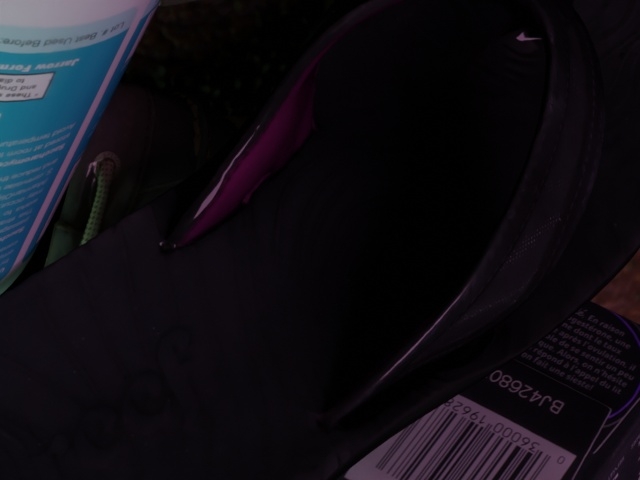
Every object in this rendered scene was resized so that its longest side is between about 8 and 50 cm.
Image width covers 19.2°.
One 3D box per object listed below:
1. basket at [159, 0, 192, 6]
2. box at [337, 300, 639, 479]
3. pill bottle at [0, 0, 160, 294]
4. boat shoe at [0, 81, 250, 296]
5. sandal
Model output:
[{"bbox_3d":[0.022,-0.187,0.742,0.227,0.204,0.154,-18,153,-8],"label":"basket"},{"bbox_3d":[0.051,0.142,0.874,0.143,0.165,0.270,-48,152,-32],"label":"box"},{"bbox_3d":[-0.149,-0.063,0.672,0.146,0.146,0.264,1,143,-29],"label":"pill bottle"},{"bbox_3d":[-0.148,0.082,0.837,0.130,0.132,0.355,29,92,-27],"label":"boat shoe"},{"bbox_3d":[0.021,-0.009,0.730,0.446,0.167,0.107,-44,170,-33],"label":"sandal"}]
